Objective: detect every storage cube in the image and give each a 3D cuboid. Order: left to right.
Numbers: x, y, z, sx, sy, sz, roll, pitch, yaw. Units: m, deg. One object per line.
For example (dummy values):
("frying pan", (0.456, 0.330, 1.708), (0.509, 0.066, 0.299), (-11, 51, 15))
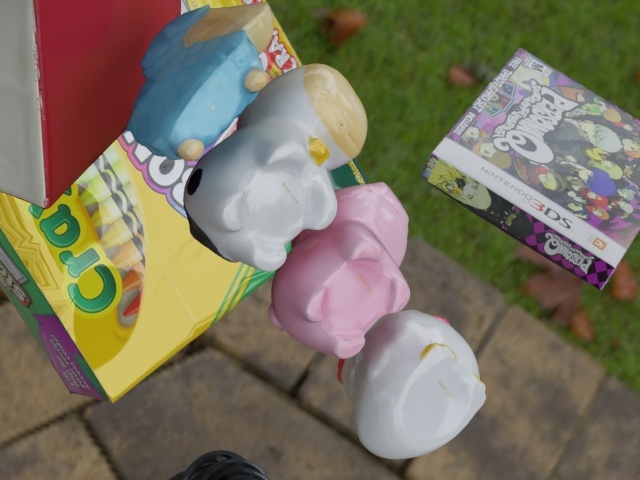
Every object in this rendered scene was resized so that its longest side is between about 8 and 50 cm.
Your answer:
("storage cube", (-0.218, -0.168, 1.245), (0.184, 0.215, 0.193), (17, 40, 17))

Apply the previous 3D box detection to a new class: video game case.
("video game case", (0.238, -0.077, 1.833), (0.210, 0.042, 0.232), (33, 43, 8))

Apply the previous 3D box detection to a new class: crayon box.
("crayon box", (-0.169, -0.101, 1.555), (0.313, 0.106, 0.363), (-39, 109, -26))

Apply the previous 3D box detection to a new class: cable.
("cable", (-0.086, 0.244, 1.467), (0.047, 0.184, 0.150), (23, 41, -38))

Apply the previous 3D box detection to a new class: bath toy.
("bath toy", (0.000, 0.000, 1.273), (0.151, 0.129, 0.348), (-41, 120, -14))
